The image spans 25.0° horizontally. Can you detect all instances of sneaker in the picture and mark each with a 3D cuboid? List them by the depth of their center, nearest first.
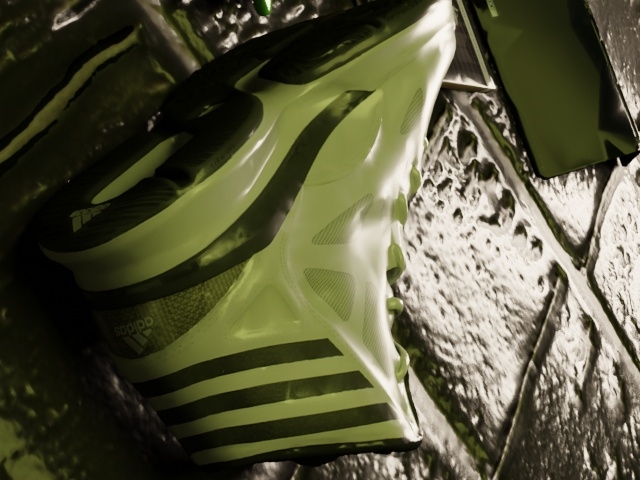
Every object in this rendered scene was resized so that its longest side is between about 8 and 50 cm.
[{"bbox_3d":[-0.001,0.000,0.997,0.447,0.169,0.258,-46,119,-50],"label":"sneaker"}]

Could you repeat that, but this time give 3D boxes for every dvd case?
[{"bbox_3d":[0.093,-0.226,1.403,0.221,0.018,0.165,-4,72,-58],"label":"dvd case"}]

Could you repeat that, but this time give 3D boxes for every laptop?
[{"bbox_3d":[0.267,-0.185,1.663,0.264,0.136,0.234,27,43,-84],"label":"laptop"}]

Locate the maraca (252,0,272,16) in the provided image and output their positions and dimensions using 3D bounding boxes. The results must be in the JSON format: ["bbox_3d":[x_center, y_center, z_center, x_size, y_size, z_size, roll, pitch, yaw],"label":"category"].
[{"bbox_3d":[-0.059,-0.244,1.097,0.185,0.099,0.127,37,57,-72],"label":"maraca"}]
